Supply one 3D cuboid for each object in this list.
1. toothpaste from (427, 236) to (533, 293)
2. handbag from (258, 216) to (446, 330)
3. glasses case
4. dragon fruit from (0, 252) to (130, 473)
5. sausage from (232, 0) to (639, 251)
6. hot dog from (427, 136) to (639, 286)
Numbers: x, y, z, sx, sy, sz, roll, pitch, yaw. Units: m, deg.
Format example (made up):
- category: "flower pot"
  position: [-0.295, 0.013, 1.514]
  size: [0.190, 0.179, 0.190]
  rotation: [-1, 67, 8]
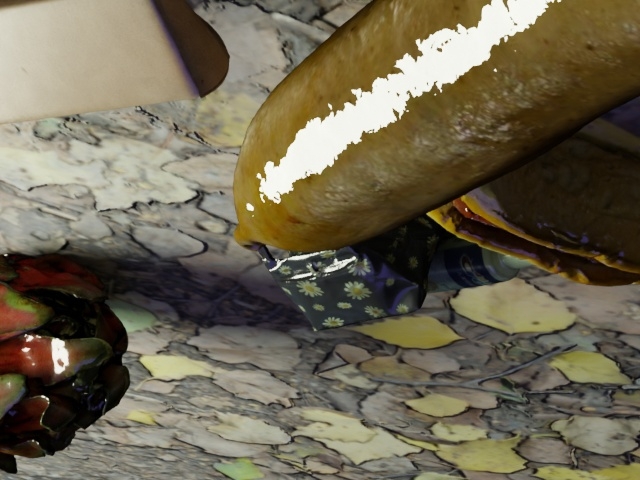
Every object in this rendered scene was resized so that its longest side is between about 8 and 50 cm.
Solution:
- category: "toothpaste"
  position: [0.081, 0.020, 1.293]
  size: [0.062, 0.037, 0.216]
  rotation: [27, 155, -36]
- category: "handbag"
  position: [0.000, 0.000, 1.236]
  size: [0.115, 0.072, 0.139]
  rotation: [-14, 142, 44]
- category: "glasses case"
  position: [-0.147, -0.131, 1.030]
  size: [0.194, 0.070, 0.102]
  rotation: [-5, 124, 33]
- category: "dragon fruit"
  position: [-0.237, 0.092, 1.408]
  size: [0.189, 0.182, 0.182]
  rotation: [19, 157, 11]
- category: "sausage"
  position: [0.097, -0.101, 0.909]
  size: [0.123, 0.136, 0.501]
  rotation: [45, 148, -10]
- category: "hot dog"
  position: [0.158, -0.018, 1.138]
  size: [0.243, 0.073, 0.084]
  rotation: [18, 159, -18]
